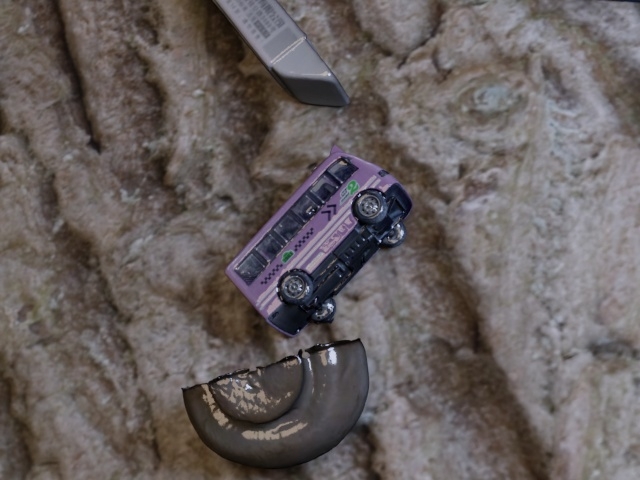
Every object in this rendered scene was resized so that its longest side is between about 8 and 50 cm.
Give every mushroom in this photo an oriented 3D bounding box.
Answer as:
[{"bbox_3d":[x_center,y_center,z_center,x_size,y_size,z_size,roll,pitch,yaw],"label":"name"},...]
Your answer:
[{"bbox_3d":[-0.034,0.165,0.952,0.188,0.141,0.117,-22,90,10],"label":"mushroom"}]

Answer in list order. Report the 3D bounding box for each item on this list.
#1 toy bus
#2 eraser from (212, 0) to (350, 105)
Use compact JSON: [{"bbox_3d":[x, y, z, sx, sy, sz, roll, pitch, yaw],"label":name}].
[{"bbox_3d":[0.000,0.000,1.016,0.199,0.096,0.108,-48,63,-1],"label":"toy bus"},{"bbox_3d":[-0.089,-0.280,1.135,0.061,0.089,0.352,-38,68,4],"label":"eraser"}]
